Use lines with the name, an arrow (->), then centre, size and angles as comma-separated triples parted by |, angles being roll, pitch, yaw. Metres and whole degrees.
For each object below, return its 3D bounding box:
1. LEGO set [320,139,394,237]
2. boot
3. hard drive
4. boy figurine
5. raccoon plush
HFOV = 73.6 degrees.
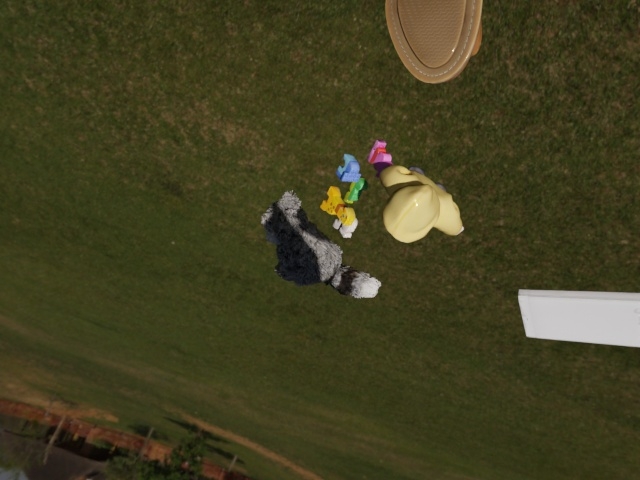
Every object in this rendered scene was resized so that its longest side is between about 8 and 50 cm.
LEGO set -> 0.068, -0.084, 0.868 | 0.087, 0.093, 0.227 | -1, 135, -32
boot -> 0.160, -0.291, 0.556 | 0.109, 0.284, 0.220 | -19, 160, 25
hard drive -> 0.752, 0.222, 1.235 | 0.307, 0.040, 0.203 | -2, 133, 34
boy figurine -> 0.172, -0.062, 0.736 | 0.177, 0.285, 0.092 | 38, 111, 2
raccoon plush -> 0.000, 0.000, 1.470 | 0.446, 0.216, 0.299 | 10, 140, 19
